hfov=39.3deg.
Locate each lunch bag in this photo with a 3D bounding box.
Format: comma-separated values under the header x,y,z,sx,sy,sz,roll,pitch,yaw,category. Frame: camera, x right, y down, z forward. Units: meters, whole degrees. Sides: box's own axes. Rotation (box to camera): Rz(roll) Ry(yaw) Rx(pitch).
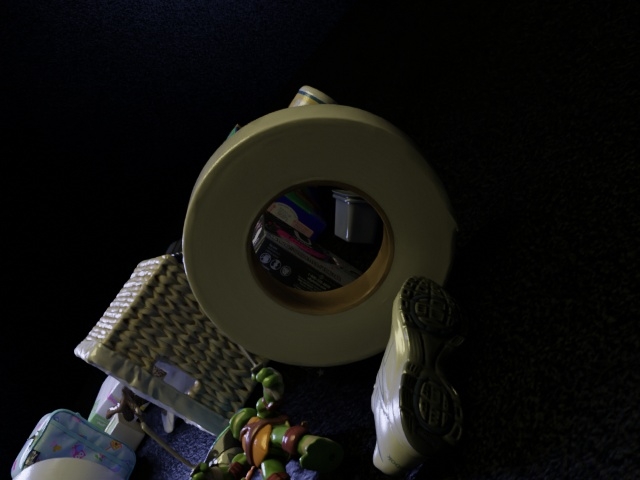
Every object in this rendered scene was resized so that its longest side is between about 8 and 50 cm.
x,y,z,sx,sy,sz,roll,pitch,yaw,category
-0.625,0.567,2.282,0.108,0.279,0.224,-25,33,56,lunch bag

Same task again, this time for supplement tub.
x,y,z,sx,sy,sz,roll,pitch,yaw,category
-0.040,-0.308,2.465,0.199,0.144,0.144,-58,15,-1,supplement tub

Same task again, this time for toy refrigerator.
x,y,z,sx,sy,sz,roll,pitch,yaw,category
-0.595,0.613,2.450,0.269,0.094,0.102,-59,16,-2,toy refrigerator

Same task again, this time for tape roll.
x,y,z,sx,sy,sz,roll,pitch,yaw,category
0.000,0.000,1.279,0.392,0.392,0.072,-52,16,17,tape roll

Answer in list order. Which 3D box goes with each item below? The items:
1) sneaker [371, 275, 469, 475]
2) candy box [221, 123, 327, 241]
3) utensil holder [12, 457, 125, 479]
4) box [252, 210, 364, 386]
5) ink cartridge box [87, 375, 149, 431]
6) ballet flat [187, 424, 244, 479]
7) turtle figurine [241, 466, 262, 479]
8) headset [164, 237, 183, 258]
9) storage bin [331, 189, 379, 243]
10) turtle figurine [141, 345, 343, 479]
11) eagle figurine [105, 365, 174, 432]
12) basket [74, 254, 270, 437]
x,y,z,sx,sy,sz,roll,pitch,yaw,category
0.112,0.164,1.144,0.129,0.111,0.297,-52,14,40,sneaker
-0.128,-0.119,2.128,0.122,0.268,0.317,-50,16,12,candy box
-0.522,0.658,1.719,0.327,0.327,0.385,-52,14,18,utensil holder
-0.035,0.090,1.460,0.163,0.247,0.142,-53,17,13,box
-0.537,0.402,2.641,0.353,0.119,0.207,-51,16,26,ink cartridge box
-0.186,0.424,1.631,0.203,0.074,0.074,-50,16,2,ballet flat
-0.182,0.487,1.433,0.217,0.087,0.269,-47,18,33,turtle figurine
-0.202,0.096,2.030,0.394,0.243,0.185,-12,44,37,headset
0.075,-0.045,1.715,0.135,0.098,0.091,-146,61,-74,storage bin
-0.110,0.291,1.309,0.198,0.274,0.266,-39,31,-20,turtle figurine
-0.404,0.324,2.285,0.226,0.225,0.298,4,33,38,eagle figurine
-0.301,0.219,1.889,0.266,0.328,0.331,-59,15,-14,basket
